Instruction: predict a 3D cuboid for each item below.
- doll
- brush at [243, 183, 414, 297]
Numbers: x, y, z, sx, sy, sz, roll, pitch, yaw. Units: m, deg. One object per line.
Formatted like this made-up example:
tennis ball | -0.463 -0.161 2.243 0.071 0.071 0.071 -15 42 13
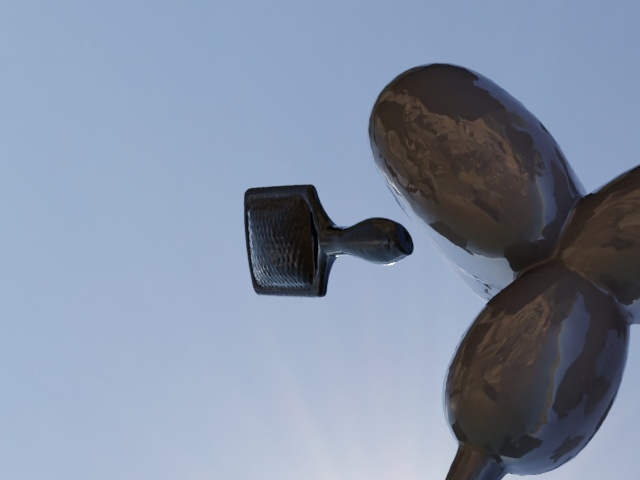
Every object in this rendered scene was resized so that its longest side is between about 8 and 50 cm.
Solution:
doll | 0.092 0.006 0.389 0.161 0.059 0.160 -22 -131 14
brush | 0.000 0.000 1.020 0.193 0.016 0.063 -2 -84 62
